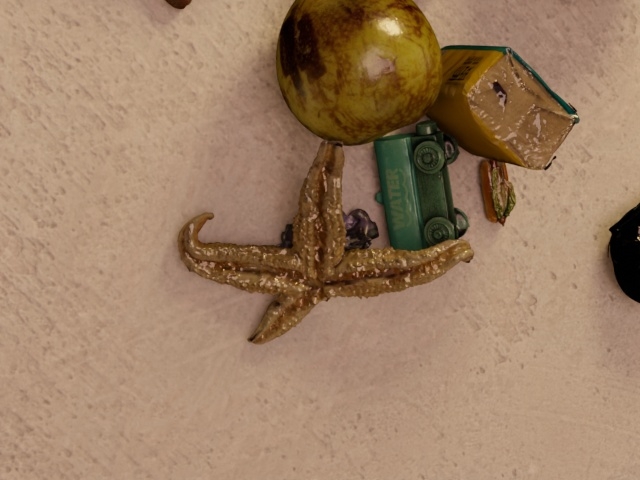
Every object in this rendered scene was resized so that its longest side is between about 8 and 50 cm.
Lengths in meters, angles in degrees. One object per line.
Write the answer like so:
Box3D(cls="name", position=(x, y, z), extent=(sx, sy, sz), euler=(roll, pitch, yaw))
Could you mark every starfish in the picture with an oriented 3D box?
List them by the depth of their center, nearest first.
Box3D(cls="starfish", position=(0.000, 0.000, 1.696), extent=(0.432, 0.082, 0.324), euler=(-25, 113, 14))

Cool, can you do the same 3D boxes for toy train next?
Box3D(cls="toy train", position=(0.168, -0.081, 1.772), extent=(0.101, 0.159, 0.248), euler=(-29, 111, -58))

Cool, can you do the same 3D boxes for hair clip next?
Box3D(cls="hair clip", position=(0.011, 0.012, 1.775), extent=(0.196, 0.052, 0.124), euler=(-15, 96, -10))

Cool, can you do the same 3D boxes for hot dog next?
Box3D(cls="hot dog", position=(0.323, -0.090, 1.861), extent=(0.056, 0.041, 0.133), euler=(-12, 101, -15))

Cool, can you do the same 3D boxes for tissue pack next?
Box3D(cls="tissue pack", position=(0.281, -0.223, 1.712), extent=(0.192, 0.271, 0.134), euler=(40, 88, -17))

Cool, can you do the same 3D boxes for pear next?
Box3D(cls="pear", position=(0.058, -0.289, 1.631), extent=(0.284, 0.283, 0.283), euler=(-2, 98, -17))

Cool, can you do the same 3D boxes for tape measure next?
Box3D(cls="tape measure", position=(0.652, 0.023, 1.932), extent=(0.202, 0.135, 0.222), euler=(-36, 112, -19))

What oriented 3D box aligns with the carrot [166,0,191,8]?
Box3D(cls="carrot", position=(-0.278, -0.444, 1.626), extent=(0.191, 0.047, 0.047), euler=(44, 83, -14))
